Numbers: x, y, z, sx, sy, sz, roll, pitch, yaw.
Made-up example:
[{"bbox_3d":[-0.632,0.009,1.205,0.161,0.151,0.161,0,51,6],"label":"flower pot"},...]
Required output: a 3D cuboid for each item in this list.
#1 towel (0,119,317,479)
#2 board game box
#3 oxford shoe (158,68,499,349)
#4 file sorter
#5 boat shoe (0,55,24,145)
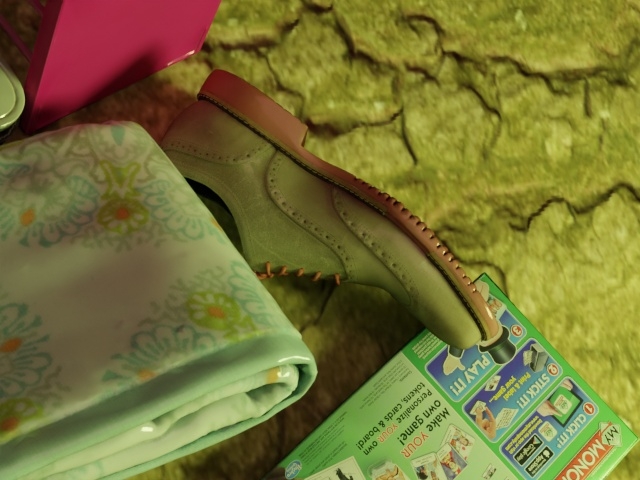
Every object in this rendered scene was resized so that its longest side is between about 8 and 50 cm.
[{"bbox_3d":[-0.236,0.053,1.092,0.374,0.090,0.320,-18,52,-26],"label":"towel"},{"bbox_3d":[0.115,0.199,1.257,0.213,0.046,0.317,48,57,5],"label":"board game box"},{"bbox_3d":[0.000,0.000,1.275,0.348,0.123,0.130,38,80,12],"label":"oxford shoe"},{"bbox_3d":[-0.198,-0.272,1.221,0.202,0.291,0.182,-32,77,-32],"label":"file sorter"},{"bbox_3d":[-0.349,-0.183,1.235,0.254,0.079,0.095,48,55,3],"label":"boat shoe"}]
